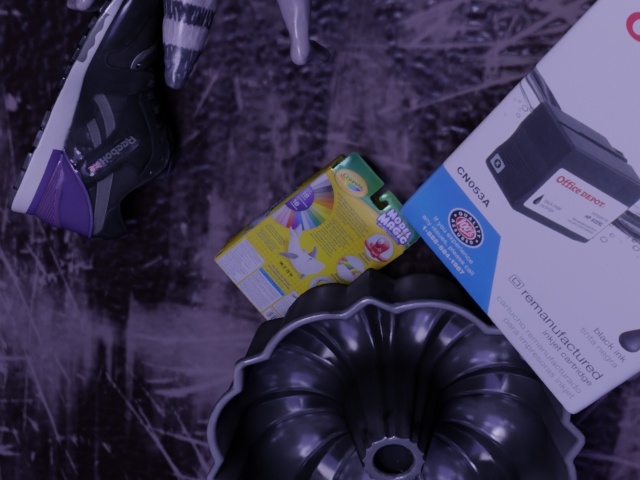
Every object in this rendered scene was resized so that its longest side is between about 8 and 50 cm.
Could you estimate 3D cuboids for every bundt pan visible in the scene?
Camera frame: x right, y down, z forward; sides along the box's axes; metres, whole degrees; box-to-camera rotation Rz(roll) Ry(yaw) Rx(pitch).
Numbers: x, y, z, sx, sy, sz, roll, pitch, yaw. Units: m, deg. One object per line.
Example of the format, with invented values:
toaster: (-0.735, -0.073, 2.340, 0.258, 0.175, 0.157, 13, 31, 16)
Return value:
bundt pan: (0.063, 0.164, 1.108, 0.331, 0.124, 0.331, 0, 117, 0)

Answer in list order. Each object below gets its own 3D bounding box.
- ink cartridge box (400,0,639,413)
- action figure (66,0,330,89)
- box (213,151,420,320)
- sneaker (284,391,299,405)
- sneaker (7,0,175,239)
ink cartridge box: (0.238, -0.044, 0.910, 0.223, 0.129, 0.307, 51, 137, 9)
action figure: (-0.016, -0.269, 0.833, 0.341, 0.178, 0.330, 19, 123, 6)
box: (0.000, 0.000, 1.122, 0.179, 0.043, 0.105, -36, 100, 28)
sneaker: (-0.036, 0.157, 1.202, 0.044, 0.040, 0.109, 7, 115, 15)
sneaker: (-0.174, -0.123, 1.099, 0.124, 0.107, 0.283, 25, 122, -13)
